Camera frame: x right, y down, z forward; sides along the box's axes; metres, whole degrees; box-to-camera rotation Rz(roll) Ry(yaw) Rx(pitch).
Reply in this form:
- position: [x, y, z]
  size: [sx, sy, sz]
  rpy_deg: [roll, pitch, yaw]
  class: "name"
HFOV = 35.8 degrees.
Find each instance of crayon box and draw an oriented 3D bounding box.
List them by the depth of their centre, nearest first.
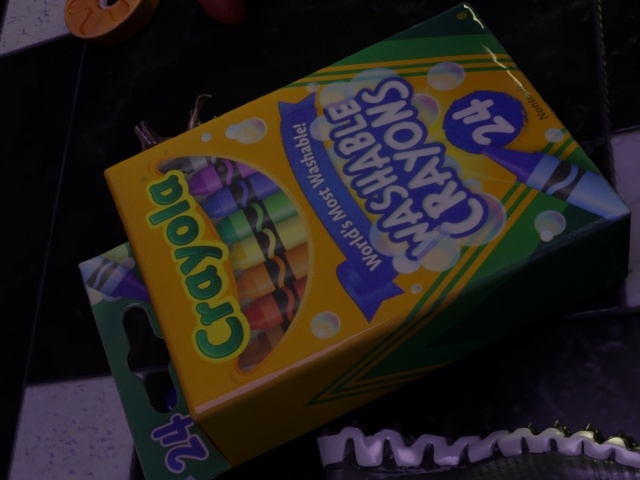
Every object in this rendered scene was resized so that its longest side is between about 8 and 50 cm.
- position: [0.000, 0.000, 0.628]
  size: [0.323, 0.083, 0.203]
  rpy_deg: [-26, 55, -2]
  class: "crayon box"

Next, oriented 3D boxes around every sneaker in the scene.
- position: [0.097, 0.158, 0.553]
  size: [0.234, 0.078, 0.106]
  rpy_deg: [-6, 67, 32]
  class: "sneaker"

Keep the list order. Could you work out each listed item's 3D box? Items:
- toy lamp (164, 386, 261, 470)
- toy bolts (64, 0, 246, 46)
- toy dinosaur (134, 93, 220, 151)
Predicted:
- position: [-0.122, 0.184, 0.665]
  size: [0.275, 0.080, 0.080]
  rpy_deg: [-49, 53, 0]
  class: "toy lamp"
- position: [-0.160, -0.279, 0.864]
  size: [0.228, 0.158, 0.218]
  rpy_deg: [35, 87, 37]
  class: "toy bolts"
- position: [-0.091, -0.055, 0.793]
  size: [0.093, 0.053, 0.183]
  rpy_deg: [-53, 43, 17]
  class: "toy dinosaur"
